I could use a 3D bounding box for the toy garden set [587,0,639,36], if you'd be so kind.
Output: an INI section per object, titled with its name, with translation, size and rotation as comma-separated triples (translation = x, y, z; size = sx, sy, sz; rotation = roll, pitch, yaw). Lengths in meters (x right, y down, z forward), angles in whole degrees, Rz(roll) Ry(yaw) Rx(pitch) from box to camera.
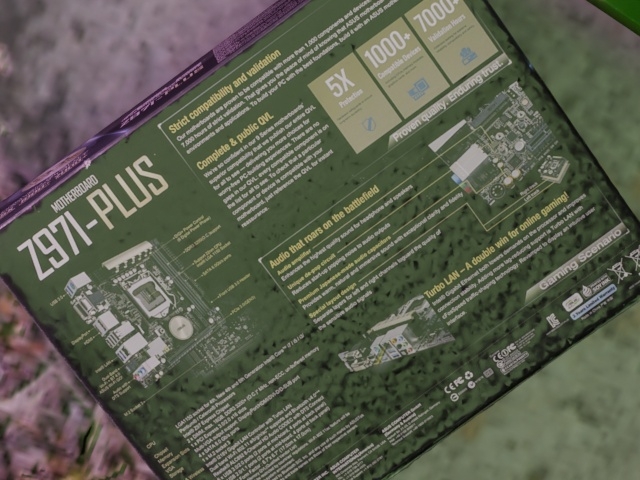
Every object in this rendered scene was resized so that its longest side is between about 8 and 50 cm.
[toy garden set]
translation = 0.198, -0.149, 0.561
size = 0.204, 0.049, 0.244
rotation = 26, 92, -34

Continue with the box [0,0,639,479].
[box]
translation = 0.000, 0.000, 0.578
size = 0.180, 0.077, 0.147
rotation = -37, 101, 2
